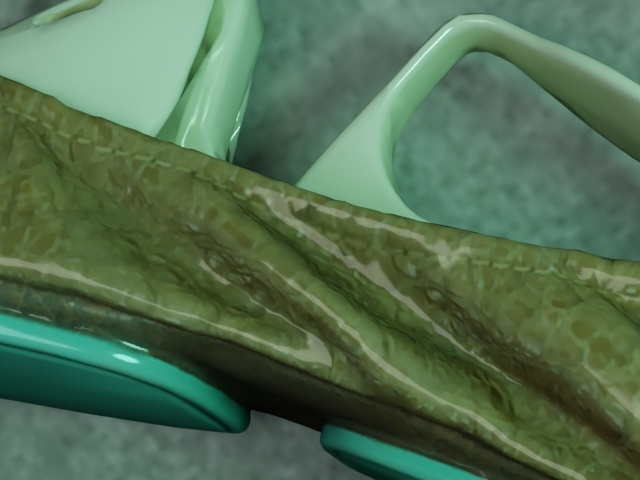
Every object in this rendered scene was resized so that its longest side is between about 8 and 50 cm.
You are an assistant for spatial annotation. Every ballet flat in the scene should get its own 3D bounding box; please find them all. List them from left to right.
[{"bbox_3d":[0.000,0.000,0.448,0.342,0.116,0.124,15,77,13],"label":"ballet flat"}]
